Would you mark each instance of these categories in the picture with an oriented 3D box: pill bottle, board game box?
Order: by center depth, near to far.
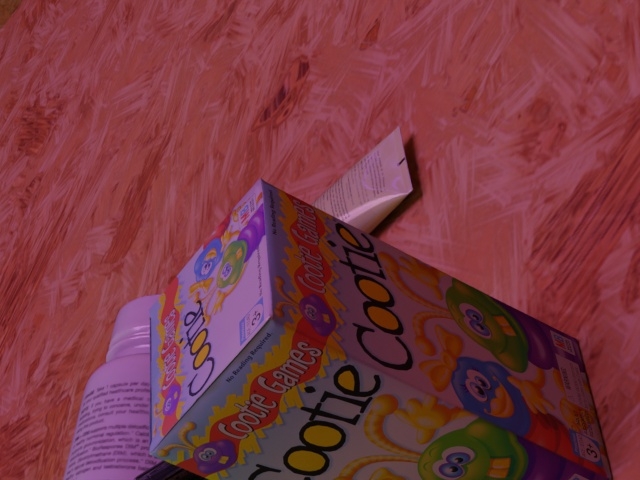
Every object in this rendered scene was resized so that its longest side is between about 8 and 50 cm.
[{"bbox_3d":[0.037,0.102,1.226,0.142,0.275,0.144,-49,29,30],"label":"board game box"},{"bbox_3d":[-0.146,0.201,1.632,0.160,0.160,0.283,-34,38,48],"label":"pill bottle"}]

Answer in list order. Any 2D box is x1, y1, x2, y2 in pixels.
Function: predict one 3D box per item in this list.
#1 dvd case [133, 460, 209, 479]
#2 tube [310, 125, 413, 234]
[{"bbox_3d":[-0.057,0.171,1.412,0.164,0.018,0.221,-32,-20,-9],"label":"dvd case"},{"bbox_3d":[0.000,0.000,1.677,0.240,0.062,0.070,-44,74,26],"label":"tube"}]
